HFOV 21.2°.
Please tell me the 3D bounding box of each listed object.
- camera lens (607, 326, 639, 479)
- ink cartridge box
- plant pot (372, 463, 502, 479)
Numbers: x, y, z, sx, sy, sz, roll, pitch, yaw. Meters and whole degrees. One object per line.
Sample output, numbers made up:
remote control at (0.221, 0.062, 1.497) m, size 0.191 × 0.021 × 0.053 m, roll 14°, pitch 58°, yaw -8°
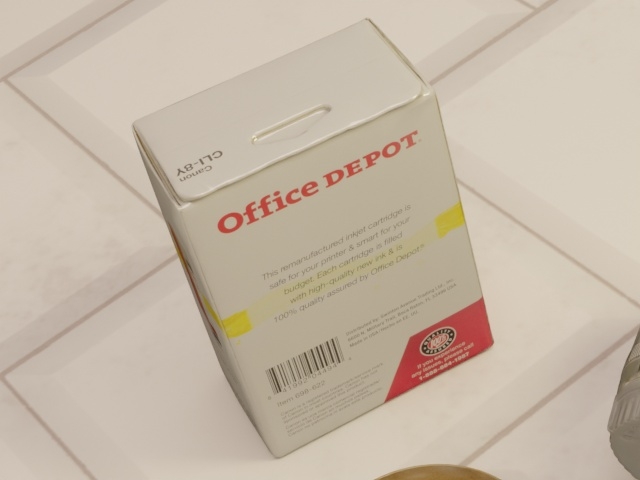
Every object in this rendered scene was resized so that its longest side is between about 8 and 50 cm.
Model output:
camera lens at (0.417, 0.108, 1.649) m, size 0.219 × 0.219 × 0.274 m, roll 12°, pitch 60°, yaw 27°
ink cartridge box at (0.000, 0.000, 1.782) m, size 0.279 × 0.384 × 0.160 m, roll -25°, pitch 44°, yaw -9°
plant pot at (0.106, 0.322, 1.680) m, size 0.236 × 0.032 × 0.236 m, roll -8°, pitch 44°, yaw 8°
